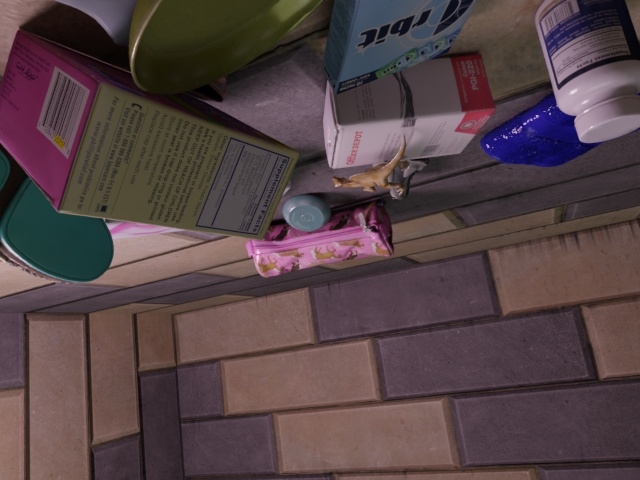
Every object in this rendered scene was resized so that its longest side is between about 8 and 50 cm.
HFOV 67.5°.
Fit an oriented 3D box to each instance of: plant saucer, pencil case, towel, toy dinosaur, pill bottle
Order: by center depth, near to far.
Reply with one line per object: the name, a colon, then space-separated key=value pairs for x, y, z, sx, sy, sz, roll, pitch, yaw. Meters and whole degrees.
plant saucer: x=-0.061 y=-0.209 z=0.394 sx=0.241 sy=0.037 sz=0.241 roll=-36 pitch=-175 yaw=4
pill bottle: x=0.317 y=-0.206 z=0.557 sx=0.094 sy=0.169 sz=0.094 roll=-8 pitch=168 yaw=-2
toy dinosaur: x=0.093 y=-0.100 z=0.734 sx=0.092 sy=0.053 sz=0.183 roll=0 pitch=168 yaw=-35
towel: x=0.469 y=-0.212 z=0.840 sx=0.227 sy=0.076 sz=0.308 roll=-4 pitch=166 yaw=-23
plant saucer: x=-0.034 y=-0.060 z=1.165 sx=0.119 sy=0.021 sz=0.119 roll=2 pitch=135 yaw=2
pencil case: x=0.000 y=0.000 z=1.291 sx=0.386 sy=0.160 sz=0.167 roll=-11 pitch=133 yaw=13

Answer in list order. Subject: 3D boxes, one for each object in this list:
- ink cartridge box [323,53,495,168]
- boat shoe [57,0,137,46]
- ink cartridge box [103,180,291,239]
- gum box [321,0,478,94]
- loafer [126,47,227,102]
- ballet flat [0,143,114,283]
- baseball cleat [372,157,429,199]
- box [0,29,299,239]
ink cartridge box: x=0.117 y=-0.183 z=0.706 sx=0.217 sy=0.092 sz=0.158 roll=-9 pitch=168 yaw=-4
boat shoe: x=-0.165 y=-0.218 z=0.331 sx=0.113 sy=0.105 sz=0.306 roll=-30 pitch=-173 yaw=19
ink cartridge box: x=-0.261 y=-0.066 z=0.964 sx=0.324 sy=0.071 sz=0.330 roll=-9 pitch=168 yaw=-24
gum box: x=0.088 y=-0.235 z=0.481 sx=0.157 sy=0.041 sz=0.184 roll=-24 pitch=171 yaw=-12
loafer: x=-0.165 y=-0.199 z=0.571 sx=0.125 sy=0.039 sz=0.045 roll=4 pitch=163 yaw=-43
ballet flat: x=-0.475 y=-0.079 z=0.664 sx=0.182 sy=0.164 sz=0.483 roll=19 pitch=162 yaw=14
baseball cleat: x=0.179 y=-0.138 z=0.992 sx=0.109 sy=0.072 sz=0.206 roll=-20 pitch=168 yaw=19
box: x=-0.189 y=-0.109 z=0.534 sx=0.213 sy=0.117 sz=0.243 roll=34 pitch=-165 yaw=36
